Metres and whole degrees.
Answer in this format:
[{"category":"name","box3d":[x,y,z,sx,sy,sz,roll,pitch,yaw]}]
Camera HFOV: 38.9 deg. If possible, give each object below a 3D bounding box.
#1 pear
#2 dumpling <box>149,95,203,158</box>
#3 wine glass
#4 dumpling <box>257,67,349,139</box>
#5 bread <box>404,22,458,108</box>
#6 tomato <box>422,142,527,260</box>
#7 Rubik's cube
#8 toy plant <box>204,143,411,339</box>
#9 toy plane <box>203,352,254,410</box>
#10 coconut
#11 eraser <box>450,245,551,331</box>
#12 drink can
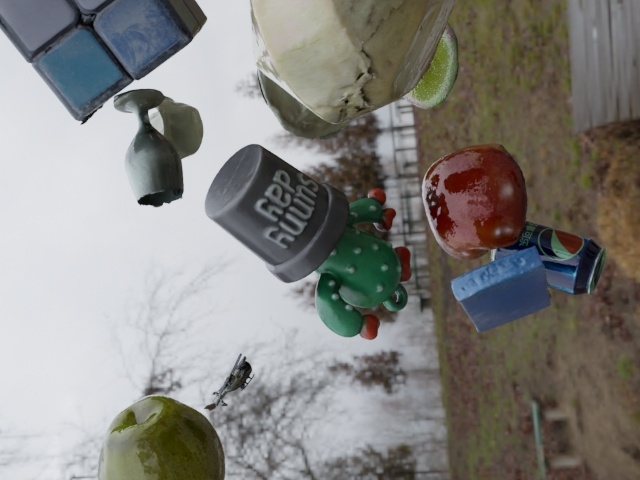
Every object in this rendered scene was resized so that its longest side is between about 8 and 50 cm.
[{"category":"pear","box3d":[-0.331,0.480,1.907,0.294,0.294,0.294,-5,-90,-81]},{"category":"dumpling","box3d":[-0.365,-0.284,2.261,0.250,0.132,0.162,-82,-25,-63]},{"category":"wine glass","box3d":[-0.369,-0.200,1.961,0.126,0.126,0.241,43,-148,-76]},{"category":"dumpling","box3d":[0.021,-0.385,2.137,0.395,0.233,0.315,-33,-53,-38]},{"category":"bread","box3d":[0.255,-0.437,2.228,0.228,0.033,0.228,8,100,55]},{"category":"tomato","box3d":[0.252,-0.070,1.620,0.233,0.140,0.200,142,124,-58]},{"category":"Rubik's cube","box3d":[-0.459,-0.485,1.920,0.318,0.313,0.316,53,-167,-18]},{"category":"toy plant","box3d":[0.000,0.009,1.543,0.400,0.185,0.279,35,-149,-28]},{"category":"toy plane","box3d":[-0.151,0.242,1.530,0.120,0.031,0.049,-54,-28,11]},{"category":"coconut","box3d":[0.032,-0.350,1.367,0.352,0.353,0.352,-5,-90,-81]},{"category":"eraser","box3d":[0.303,0.086,1.492,0.312,0.144,0.042,43,-154,-68]},{"category":"drink can","box3d":[0.444,0.032,1.769,0.118,0.205,0.118,-46,-34,-45]}]
